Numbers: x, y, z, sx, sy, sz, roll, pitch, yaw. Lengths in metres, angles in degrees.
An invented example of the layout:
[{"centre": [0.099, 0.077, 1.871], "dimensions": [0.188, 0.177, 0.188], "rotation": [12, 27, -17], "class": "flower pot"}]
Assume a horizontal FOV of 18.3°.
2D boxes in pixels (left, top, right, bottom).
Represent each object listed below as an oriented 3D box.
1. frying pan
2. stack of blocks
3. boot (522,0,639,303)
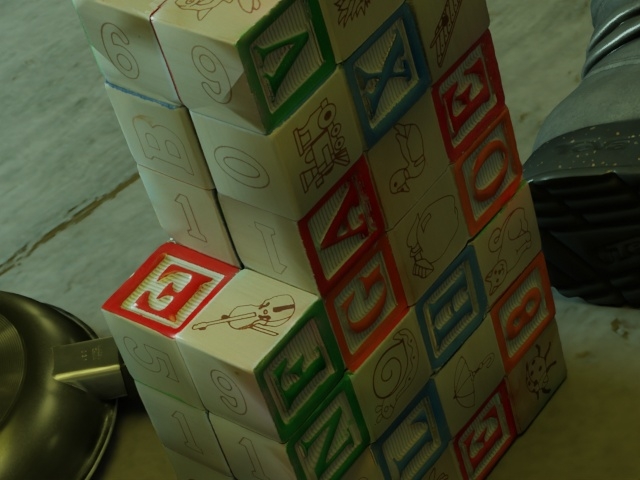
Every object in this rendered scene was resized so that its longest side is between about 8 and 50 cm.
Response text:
[{"centre": [-0.138, 0.092, 0.963], "dimensions": [0.326, 0.053, 0.197], "rotation": [-1, 45, 23], "class": "frying pan"}, {"centre": [0.000, 0.000, 0.817], "dimensions": [0.087, 0.297, 0.171], "rotation": [21, 54, 35], "class": "stack of blocks"}, {"centre": [0.261, -0.082, 0.934], "dimensions": [0.338, 0.118, 0.223], "rotation": [3, 45, 28], "class": "boot"}]
